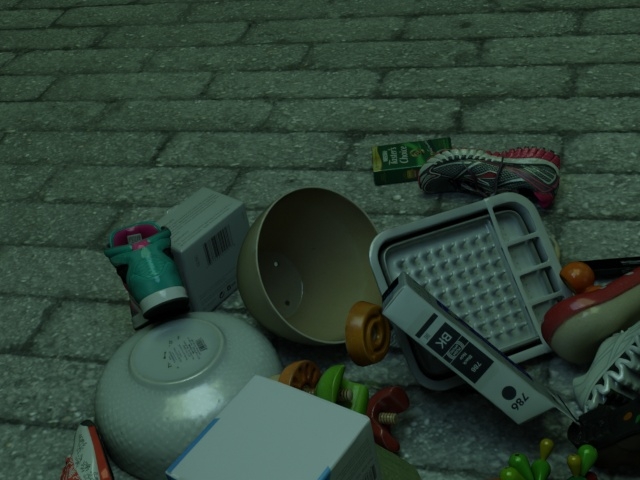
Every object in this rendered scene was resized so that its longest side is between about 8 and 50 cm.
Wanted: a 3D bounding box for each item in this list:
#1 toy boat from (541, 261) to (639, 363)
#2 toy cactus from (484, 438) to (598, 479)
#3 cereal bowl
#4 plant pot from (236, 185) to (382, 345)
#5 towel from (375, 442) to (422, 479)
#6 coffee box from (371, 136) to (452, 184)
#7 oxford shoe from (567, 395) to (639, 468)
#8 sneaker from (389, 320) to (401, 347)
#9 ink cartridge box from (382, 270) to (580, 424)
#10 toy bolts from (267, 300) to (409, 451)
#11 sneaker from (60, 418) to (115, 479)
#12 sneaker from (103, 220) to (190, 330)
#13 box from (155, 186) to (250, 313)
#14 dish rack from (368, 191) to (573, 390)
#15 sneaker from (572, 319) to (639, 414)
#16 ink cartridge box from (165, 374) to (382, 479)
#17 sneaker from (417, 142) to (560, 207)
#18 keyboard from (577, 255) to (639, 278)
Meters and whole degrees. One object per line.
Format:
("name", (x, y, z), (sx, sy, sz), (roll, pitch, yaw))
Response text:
("toy boat", (0.456, 0.097, 1.556), (0.231, 0.151, 0.151), (-23, 56, -27))
("toy cactus", (0.317, 0.382, 1.309), (0.219, 0.112, 0.180), (-24, 57, -21))
("cereal bowl", (-0.230, 0.236, 1.590), (0.339, 0.141, 0.339), (-8, 36, 6))
("plant pot", (-0.042, 0.065, 1.701), (0.284, 0.284, 0.191), (-44, 12, -37))
("towel", (0.104, 0.347, 1.371), (0.027, 0.148, 0.110), (-50, 30, 12))
("coffee box", (0.208, -0.180, 2.111), (0.184, 0.040, 0.113), (-6, 37, 7))
("oxford shoe", (0.481, 0.274, 1.344), (0.227, 0.096, 0.083), (-25, 21, 37))
("sneaker", (0.181, 0.103, 1.699), (0.235, 0.094, 0.153), (-21, 36, -13))
("ink cartridge box", (0.238, 0.181, 1.442), (0.065, 0.333, 0.165), (-52, 0, 6))
("toy bolts", (0.026, 0.222, 1.467), (0.158, 0.228, 0.218), (-4, 51, 34))
("sneaker", (-0.391, 0.398, 1.454), (0.145, 0.090, 0.270), (-19, 40, -15))
("sneaker", (-0.320, 0.059, 1.701), (0.124, 0.178, 0.295), (-18, -8, -18))
("box", (-0.234, 0.024, 1.836), (0.119, 0.182, 0.181), (22, 48, 34))
("dish rack", (0.256, 0.087, 1.601), (0.333, 0.072, 0.285), (-17, 80, -20))
("sneaker", (0.495, 0.163, 1.435), (0.292, 0.110, 0.118), (-50, 19, 13))
("ink cartridge box", (-0.043, 0.365, 1.259), (0.197, 0.270, 0.198), (15, 44, 33))
("sneaker", (0.346, -0.127, 1.952), (0.299, 0.121, 0.112), (-1, 67, 25))
("keyboard", (0.574, 0.059, 1.718), (0.192, 0.038, 0.100), (-6, 13, 9))
